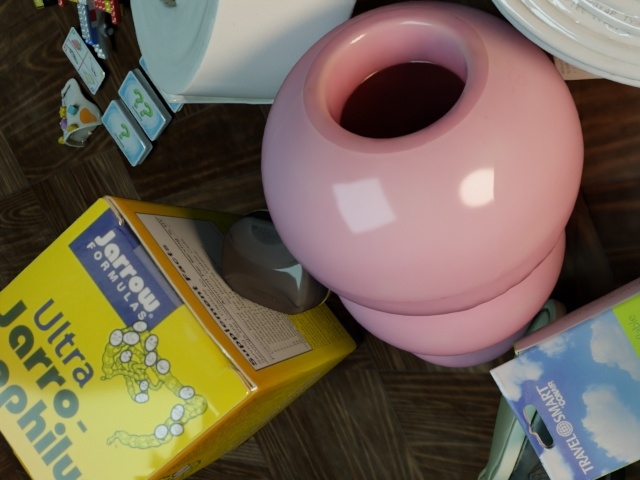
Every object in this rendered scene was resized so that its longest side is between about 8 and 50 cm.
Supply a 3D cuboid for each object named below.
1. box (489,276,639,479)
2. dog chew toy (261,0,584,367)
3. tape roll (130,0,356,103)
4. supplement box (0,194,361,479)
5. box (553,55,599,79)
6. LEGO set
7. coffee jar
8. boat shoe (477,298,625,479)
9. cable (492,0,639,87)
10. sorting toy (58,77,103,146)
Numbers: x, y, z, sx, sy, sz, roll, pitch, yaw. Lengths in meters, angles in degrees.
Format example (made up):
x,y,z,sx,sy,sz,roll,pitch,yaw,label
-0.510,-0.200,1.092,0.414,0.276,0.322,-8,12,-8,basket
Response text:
x,y,z,sx,sy,sz,roll,pitch,yaw,label
0.222,0.090,0.613,0.178,0.042,0.109,-29,92,13,box
0.086,-0.010,0.635,0.206,0.206,0.332,32,163,31,dog chew toy
-0.067,-0.247,0.652,0.286,0.100,0.286,176,90,-65,tape roll
-0.128,0.100,0.827,0.195,0.356,0.194,-41,79,11,supplement box
0.153,-0.258,0.510,0.067,0.063,0.324,6,120,48,box
-0.267,-0.224,1.040,0.244,0.060,0.182,56,140,4,LEGO set
0.000,0.000,0.764,0.096,0.184,0.079,18,115,28,coffee jar
0.200,0.201,0.753,0.113,0.127,0.340,14,119,10,boat shoe
0.187,-0.201,0.423,0.257,0.089,0.257,26,122,9,cable
-0.330,-0.174,1.170,0.083,0.045,0.075,-29,73,54,sorting toy
